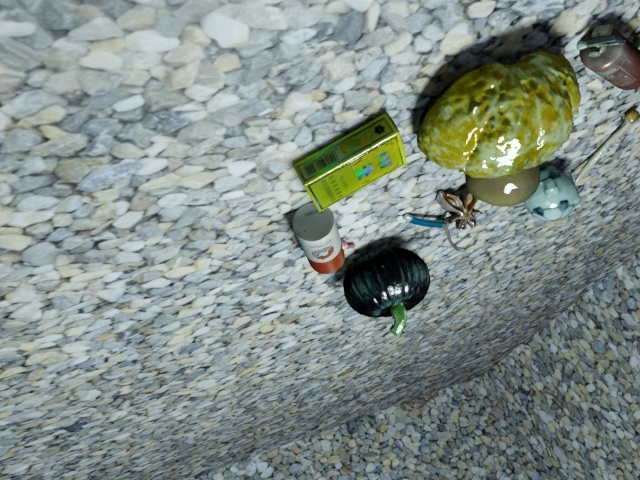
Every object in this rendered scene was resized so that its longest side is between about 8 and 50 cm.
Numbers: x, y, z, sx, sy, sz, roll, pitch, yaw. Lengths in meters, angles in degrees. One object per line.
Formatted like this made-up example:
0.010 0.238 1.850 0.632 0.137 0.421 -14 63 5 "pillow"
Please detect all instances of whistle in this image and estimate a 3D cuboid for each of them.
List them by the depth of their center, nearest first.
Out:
0.672 -0.129 1.987 0.163 0.164 0.289 -33 168 10 "whistle"

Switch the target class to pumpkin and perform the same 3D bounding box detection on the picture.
0.195 0.147 1.893 0.248 0.248 0.248 -23 154 -12 "pumpkin"

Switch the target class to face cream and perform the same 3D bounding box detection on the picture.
0.000 0.000 1.597 0.095 0.096 0.214 -27 155 -3 "face cream"

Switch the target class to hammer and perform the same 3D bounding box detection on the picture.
0.065 0.018 1.777 0.083 0.031 0.052 -8 152 -49 "hammer"

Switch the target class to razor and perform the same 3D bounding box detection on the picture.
0.294 -0.054 1.860 0.191 0.037 0.068 0 144 -46 "razor"

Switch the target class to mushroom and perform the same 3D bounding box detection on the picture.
0.833 -0.268 1.993 0.068 0.043 0.306 -16 149 -33 "mushroom"

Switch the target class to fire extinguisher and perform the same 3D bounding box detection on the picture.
0.643 -0.405 1.484 0.269 0.105 0.105 6 139 -49 "fire extinguisher"

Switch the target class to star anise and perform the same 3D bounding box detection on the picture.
0.378 -0.062 1.886 0.148 0.218 0.227 -58 -172 -20 "star anise"

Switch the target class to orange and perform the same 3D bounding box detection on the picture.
0.389 -0.247 1.405 0.368 0.210 0.271 -19 156 -14 "orange"

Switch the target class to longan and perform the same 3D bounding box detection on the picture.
0.448 -0.166 1.661 0.189 0.189 0.189 -23 154 -12 "longan"

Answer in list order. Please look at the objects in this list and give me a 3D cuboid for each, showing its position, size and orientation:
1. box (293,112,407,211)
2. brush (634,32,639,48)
0.066 -0.159 1.405 0.220 0.064 0.141 -28 155 3 "box"
0.739 -0.503 1.503 0.083 0.011 0.205 -32 154 10 "brush"
